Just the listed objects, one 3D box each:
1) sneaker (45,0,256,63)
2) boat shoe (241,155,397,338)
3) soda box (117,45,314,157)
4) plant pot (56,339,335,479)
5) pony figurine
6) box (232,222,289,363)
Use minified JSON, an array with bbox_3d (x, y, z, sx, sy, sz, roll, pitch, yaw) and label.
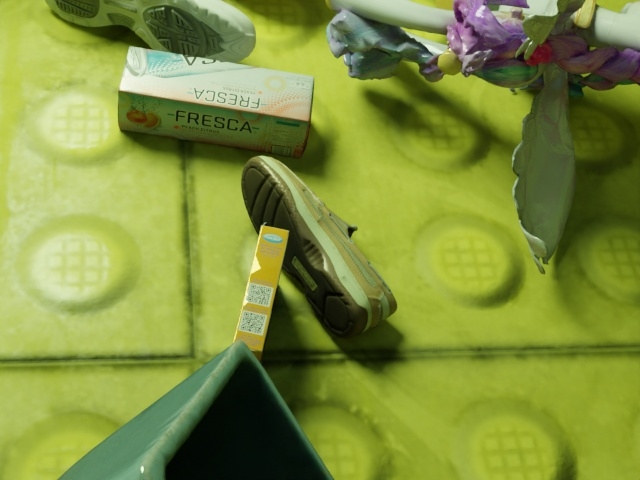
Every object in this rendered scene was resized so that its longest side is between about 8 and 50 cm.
[{"bbox_3d":[-0.162,-0.258,1.075,0.232,0.090,0.115,24,51,6],"label":"sneaker"},{"bbox_3d":[0.000,0.000,0.941,0.072,0.068,0.190,-20,70,-37],"label":"boat shoe"},{"bbox_3d":[-0.100,-0.133,1.013,0.183,0.058,0.063,9,54,-5],"label":"soda box"},{"bbox_3d":[-0.103,0.246,0.599,0.252,0.247,0.247,-31,94,10],"label":"plant pot"},{"bbox_3d":[0.194,-0.190,1.008,0.364,0.302,0.351,21,44,23],"label":"pony figurine"},{"bbox_3d":[-0.051,0.053,0.875,0.028,0.081,0.136,14,54,0],"label":"box"}]
